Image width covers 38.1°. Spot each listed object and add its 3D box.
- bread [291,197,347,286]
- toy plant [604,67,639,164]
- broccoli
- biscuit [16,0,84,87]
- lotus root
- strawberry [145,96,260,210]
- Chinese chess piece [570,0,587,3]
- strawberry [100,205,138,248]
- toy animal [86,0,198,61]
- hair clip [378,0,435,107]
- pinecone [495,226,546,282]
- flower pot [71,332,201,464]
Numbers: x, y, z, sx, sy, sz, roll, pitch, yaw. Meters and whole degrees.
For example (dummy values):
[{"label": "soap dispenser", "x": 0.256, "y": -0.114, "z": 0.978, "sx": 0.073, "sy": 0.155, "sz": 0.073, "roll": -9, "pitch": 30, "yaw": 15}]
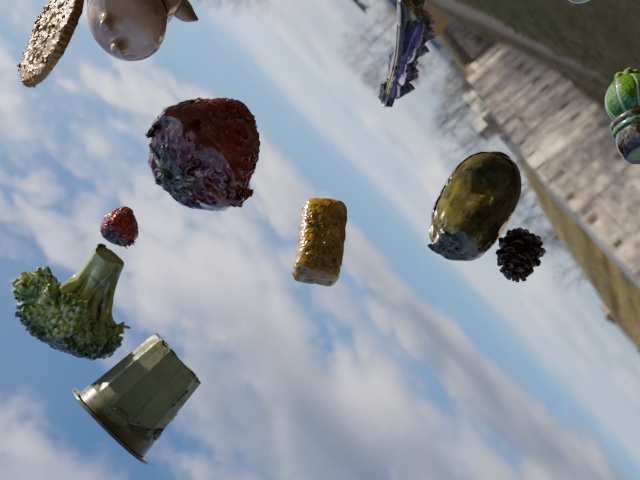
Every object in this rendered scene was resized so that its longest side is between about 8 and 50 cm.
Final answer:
[{"label": "bread", "x": 0.000, "y": 0.000, "z": 2.099, "sx": 0.083, "sy": 0.113, "sz": 0.211, "roll": 99, "pitch": 177, "yaw": -58}, {"label": "toy plant", "x": 0.533, "y": -0.215, "z": 1.565, "sx": 0.092, "sy": 0.092, "sz": 0.163, "roll": 32, "pitch": -134, "yaw": -50}, {"label": "broccoli", "x": -0.519, "y": 0.116, "z": 1.987, "sx": 0.263, "sy": 0.243, "sz": 0.247, "roll": 32, "pitch": -168, "yaw": -15}, {"label": "biscuit", "x": -0.576, "y": -0.444, "z": 1.974, "sx": 0.035, "sy": 0.254, "sz": 0.254, "roll": 27, "pitch": -156, "yaw": -34}, {"label": "lotus root", "x": 0.331, "y": -0.071, "z": 1.966, "sx": 0.160, "sy": 0.275, "sz": 0.152, "roll": 15, "pitch": 146, "yaw": 29}, {"label": "strawberry", "x": -0.230, "y": -0.191, "z": 1.959, "sx": 0.274, "sy": 0.220, "sz": 0.274, "roll": 32, "pitch": 149, "yaw": 22}, {"label": "Chinese chess piece", "x": 0.573, "y": -0.566, "z": 2.045, "sx": 0.084, "sy": 0.084, "sz": 0.034, "roll": 50, "pitch": -165, "yaw": 5}, {"label": "strawberry", "x": -0.496, "y": -0.035, "z": 2.306, "sx": 0.106, "sy": 0.106, "sz": 0.106, "roll": 45, "pitch": -166, "yaw": -14}, {"label": "toy animal", "x": -0.307, "y": -0.385, "z": 1.513, "sx": 0.248, "sy": 0.149, "sz": 0.165, "roll": -71, "pitch": -19, "yaw": -47}, {"label": "hair clip", "x": 0.174, "y": -0.394, "z": 1.924, "sx": 0.084, "sy": 0.292, "sz": 0.106, "roll": -14, "pitch": -130, "yaw": -25}, {"label": "pinecone", "x": 0.408, "y": 0.035, "z": 1.894, "sx": 0.102, "sy": 0.102, "sz": 0.110, "roll": 36, "pitch": -128, "yaw": -40}, {"label": "flower pot", "x": -0.351, "y": 0.310, "z": 1.862, "sx": 0.212, "sy": 0.202, "sz": 0.212, "roll": 46, "pitch": 169, "yaw": 12}]
